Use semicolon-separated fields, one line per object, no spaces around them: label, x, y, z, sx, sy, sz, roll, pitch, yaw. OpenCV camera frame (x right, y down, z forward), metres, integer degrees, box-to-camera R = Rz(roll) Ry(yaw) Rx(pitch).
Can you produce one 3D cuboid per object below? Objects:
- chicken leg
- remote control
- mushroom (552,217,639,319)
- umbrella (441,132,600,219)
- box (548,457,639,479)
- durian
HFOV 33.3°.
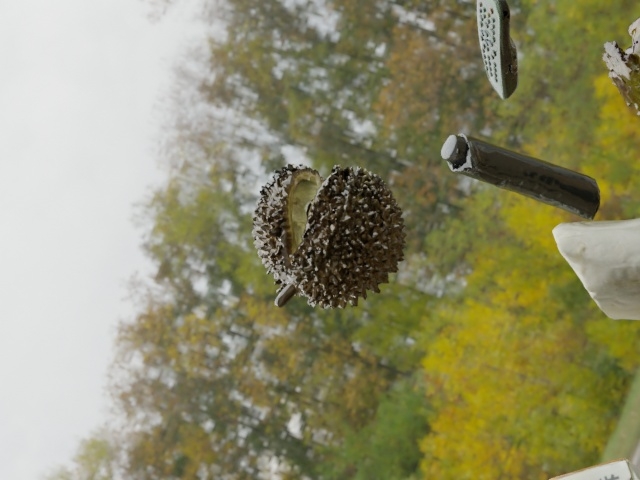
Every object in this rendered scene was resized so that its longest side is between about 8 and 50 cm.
chicken leg;0.469;-0.250;1.345;0.361;0.211;0.140;49;-150;-82
remote control;0.274;-0.301;1.652;0.042;0.072;0.222;-27;-34;-4
mushroom;0.534;0.028;1.483;0.137;0.407;0.154;-13;-85;-66
umbrella;0.149;-0.048;0.786;0.036;0.133;0.031;-135;64;-68
box;0.332;0.349;1.100;0.274;0.091;0.221;38;-145;-57
durian;0.000;0.000;1.253;0.196;0.167;0.196;-36;28;22
